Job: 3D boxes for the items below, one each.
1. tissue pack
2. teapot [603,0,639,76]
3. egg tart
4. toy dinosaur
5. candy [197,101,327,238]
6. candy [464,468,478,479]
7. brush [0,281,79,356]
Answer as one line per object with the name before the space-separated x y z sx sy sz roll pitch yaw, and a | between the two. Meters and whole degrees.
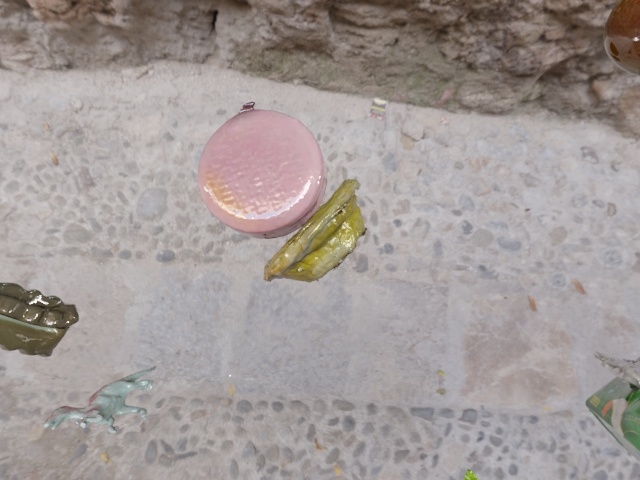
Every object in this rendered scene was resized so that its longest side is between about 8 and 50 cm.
tissue pack | 0.463 0.222 0.616 0.148 0.209 0.156 -40 78 9
teapot | 0.292 -0.157 0.355 0.129 0.078 0.098 15 72 20
egg tart | 0.000 0.000 1.161 0.132 0.345 0.345 44 70 -5
toy dinosaur | -0.438 0.326 0.968 0.167 0.242 0.053 12 112 -2
candy | -0.110 -0.132 0.871 0.255 0.094 0.255 -2 79 8
candy | 0.263 0.412 0.682 0.102 0.178 0.032 28 62 37
brush | -0.435 0.062 0.525 0.084 0.301 0.071 -48 48 3
